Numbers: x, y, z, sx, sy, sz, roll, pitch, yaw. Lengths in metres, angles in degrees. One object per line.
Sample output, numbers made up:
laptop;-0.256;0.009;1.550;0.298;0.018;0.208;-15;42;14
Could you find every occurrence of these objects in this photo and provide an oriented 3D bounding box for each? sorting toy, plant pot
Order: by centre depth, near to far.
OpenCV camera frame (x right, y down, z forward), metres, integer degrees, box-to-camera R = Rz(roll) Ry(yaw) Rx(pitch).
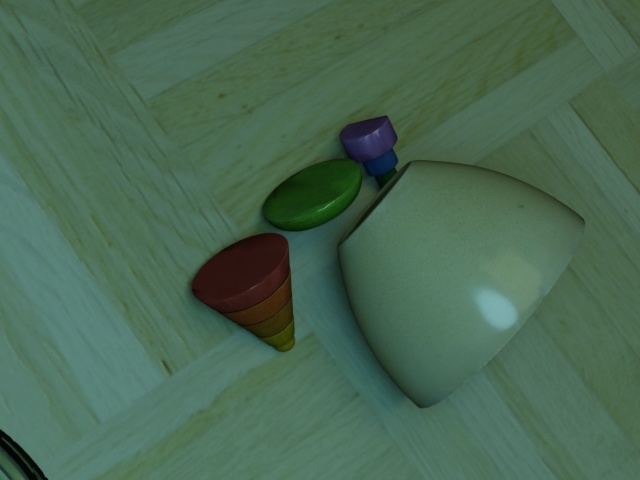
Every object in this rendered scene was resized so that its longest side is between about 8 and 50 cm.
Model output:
plant pot;0.131;0.021;1.530;0.191;0.284;0.284;40;55;-4
sorting toy;0.000;0.000;1.606;0.365;0.127;0.126;-49;123;-37

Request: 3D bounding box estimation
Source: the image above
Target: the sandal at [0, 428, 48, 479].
sandal;-0.351;0.214;1.316;0.303;0.120;0.086;42;83;-1
